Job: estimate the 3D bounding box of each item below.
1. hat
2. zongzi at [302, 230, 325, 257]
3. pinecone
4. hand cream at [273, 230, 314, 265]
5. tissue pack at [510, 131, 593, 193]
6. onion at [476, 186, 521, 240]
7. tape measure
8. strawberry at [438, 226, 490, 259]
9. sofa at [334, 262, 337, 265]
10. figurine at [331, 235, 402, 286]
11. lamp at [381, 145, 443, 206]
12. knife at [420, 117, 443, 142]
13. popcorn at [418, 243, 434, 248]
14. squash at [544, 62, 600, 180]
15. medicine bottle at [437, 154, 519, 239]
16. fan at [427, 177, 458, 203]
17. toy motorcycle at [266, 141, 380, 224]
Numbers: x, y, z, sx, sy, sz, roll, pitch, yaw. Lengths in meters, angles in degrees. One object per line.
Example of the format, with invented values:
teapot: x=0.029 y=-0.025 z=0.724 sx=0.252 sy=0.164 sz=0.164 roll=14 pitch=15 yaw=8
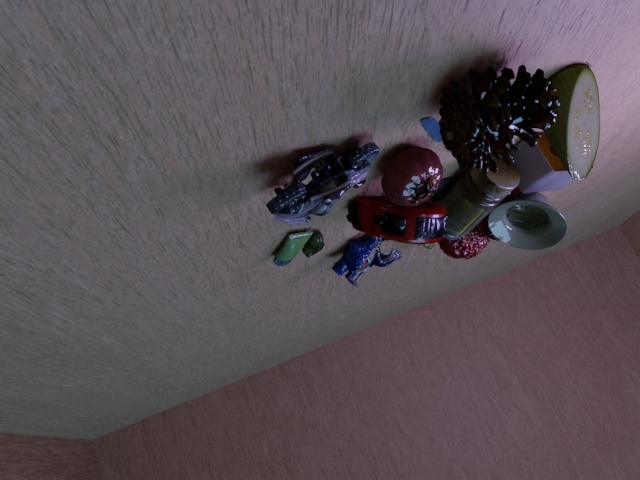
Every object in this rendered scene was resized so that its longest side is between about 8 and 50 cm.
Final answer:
hat: x=0.718 y=-0.094 z=1.821 sx=0.257 sy=0.130 sz=0.257 roll=17 pitch=145 yaw=12
zongzi: x=0.000 y=0.000 z=1.768 sx=0.113 sy=0.052 sz=0.104 roll=-22 pitch=158 yaw=-44
pinecone: x=0.424 y=-0.291 z=1.238 sx=0.292 sy=0.246 sz=0.246 roll=-25 pitch=160 yaw=-2
hand cream: x=-0.096 y=0.024 z=1.723 sx=0.095 sy=0.046 sz=0.175 roll=-7 pitch=147 yaw=-36
tissue pack: x=0.764 y=-0.263 z=1.780 sx=0.246 sy=0.159 sz=0.136 roll=-9 pitch=157 yaw=-35
onion: x=0.672 y=-0.144 z=1.989 sx=0.272 sy=0.195 sz=0.272 roll=-19 pitch=124 yaw=-31
tape measure: x=0.249 y=-0.063 z=1.605 sx=0.253 sy=0.260 sz=0.114 roll=-5 pitch=109 yaw=-35
strawberry: x=0.549 y=-0.042 z=2.087 sx=0.205 sy=0.205 sz=0.244 roll=-28 pitch=140 yaw=10
sofa: x=0.117 y=0.082 z=2.099 sx=0.118 sy=0.039 sz=0.060 roll=-38 pitch=157 yaw=32
figurine: x=0.165 y=0.045 z=1.972 sx=0.262 sy=0.120 sz=0.164 roll=-35 pitch=119 yaw=10
lamp: x=0.251 y=-0.182 z=1.473 sx=0.182 sy=0.140 sz=0.182 roll=-20 pitch=141 yaw=-17
knife: x=0.341 y=-0.288 z=1.470 sx=0.044 sy=0.019 sz=0.313 roll=-30 pitch=157 yaw=23
popcorn: x=0.410 y=-0.014 z=2.123 sx=0.097 sy=0.089 sz=0.109 roll=5 pitch=173 yaw=43
squash: x=0.710 y=-0.321 z=1.434 sx=0.189 sy=0.260 sz=0.189 roll=-18 pitch=158 yaw=-7
medicine bottle: x=0.512 y=-0.142 z=1.791 sx=0.151 sy=0.151 sz=0.322 roll=-12 pitch=153 yaw=-30
fan: x=0.338 y=-0.141 z=1.830 sx=0.294 sy=0.012 sz=0.223 roll=-14 pitch=159 yaw=-24
toy motorcycle: x=-0.001 y=-0.139 z=1.310 sx=0.327 sy=0.143 sz=0.188 roll=-31 pitch=173 yaw=-23
